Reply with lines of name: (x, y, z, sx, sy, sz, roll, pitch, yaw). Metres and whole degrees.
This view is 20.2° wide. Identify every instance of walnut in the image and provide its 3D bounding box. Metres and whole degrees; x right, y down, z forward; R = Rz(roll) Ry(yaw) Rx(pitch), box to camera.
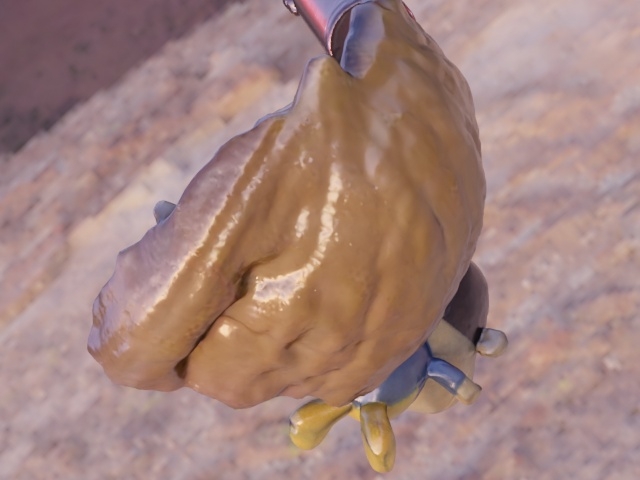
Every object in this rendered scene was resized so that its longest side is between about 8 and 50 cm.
walnut: (0.008, -0.009, 0.851, 0.204, 0.141, 0.238, -50, 1, 22)

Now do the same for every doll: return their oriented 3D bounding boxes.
doll: (0.048, 0.068, 1.011, 0.102, 0.089, 0.179, 13, 41, 29)

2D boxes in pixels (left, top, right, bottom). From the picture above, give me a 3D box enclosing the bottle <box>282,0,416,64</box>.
bottle: (0.014, -0.146, 1.117, 0.060, 0.060, 0.164, -41, 25, 6)
